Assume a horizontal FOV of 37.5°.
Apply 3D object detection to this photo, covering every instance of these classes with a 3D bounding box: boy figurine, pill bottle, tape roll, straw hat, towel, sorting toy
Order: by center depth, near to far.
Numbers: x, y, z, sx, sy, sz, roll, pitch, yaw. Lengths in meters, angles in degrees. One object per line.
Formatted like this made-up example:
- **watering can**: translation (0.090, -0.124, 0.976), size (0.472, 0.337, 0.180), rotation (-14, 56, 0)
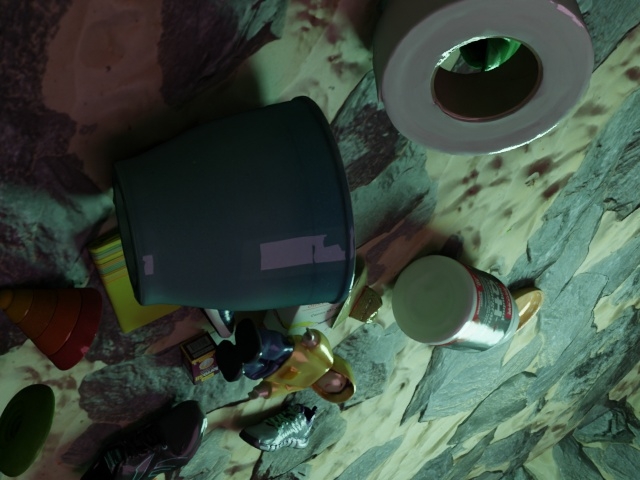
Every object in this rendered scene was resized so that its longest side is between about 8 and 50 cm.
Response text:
- **sorting toy**: translation (-0.421, 0.208, 1.233), size (0.126, 0.127, 0.365), rotation (30, 78, -34)
- **tape roll**: translation (0.214, -0.246, 1.269), size (0.286, 0.100, 0.286), rotation (-3, 141, -2)
- **towel**: translation (-0.264, 0.053, 1.365), size (0.102, 0.021, 0.237), rotation (-24, 149, -14)
- **boy figurine**: translation (-0.051, 0.222, 1.633), size (0.177, 0.092, 0.285), rotation (-45, 137, 19)
- **straw hat**: translation (0.080, 0.117, 1.716), size (0.144, 0.061, 0.144), rotation (-62, 176, -8)
- **pill bottle**: translation (0.292, 0.140, 1.939), size (0.176, 0.176, 0.318), rotation (-47, 150, 15)

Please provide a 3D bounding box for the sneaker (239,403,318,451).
- **sneaker**: translation (-0.087, 0.383, 1.984), size (0.223, 0.083, 0.098), rotation (16, 100, -60)

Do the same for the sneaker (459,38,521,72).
- **sneaker**: translation (0.268, -0.297, 1.401), size (0.123, 0.109, 0.295), rotation (-28, 149, 11)

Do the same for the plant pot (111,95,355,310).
- **plant pot**: translation (-0.121, -0.028, 1.186), size (0.255, 0.272, 0.272), rotation (-12, 143, -16)

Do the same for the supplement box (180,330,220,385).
- **supplement box**: translation (-0.205, 0.201, 1.609), size (0.055, 0.043, 0.083), rotation (-27, 149, -22)

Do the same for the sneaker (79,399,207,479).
- **sneaker**: translation (-0.316, 0.382, 1.682), size (0.267, 0.101, 0.106), rotation (-43, 148, 7)

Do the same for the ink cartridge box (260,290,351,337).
- **ink cartridge box**: translation (-0.023, 0.114, 1.663), size (0.115, 0.067, 0.198), rotation (-13, 143, -35)

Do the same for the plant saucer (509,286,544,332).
- **plant saucer**: translation (0.465, 0.183, 2.331), size (0.200, 0.037, 0.200), rotation (-28, 148, -19)

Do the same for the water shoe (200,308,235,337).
- **water shoe**: translation (-0.153, 0.086, 1.478), size (0.080, 0.073, 0.203), rotation (-35, 151, -11)
